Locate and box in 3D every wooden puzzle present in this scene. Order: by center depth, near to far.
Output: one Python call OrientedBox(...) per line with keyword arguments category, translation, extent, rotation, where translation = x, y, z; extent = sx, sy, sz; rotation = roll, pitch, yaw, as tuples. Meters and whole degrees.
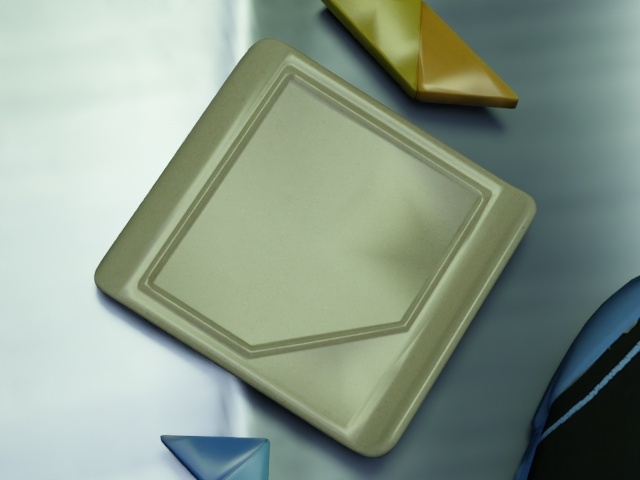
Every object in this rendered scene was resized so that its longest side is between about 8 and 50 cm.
OrientedBox(category="wooden puzzle", translation=(0.000, 0.000, 0.341), extent=(0.078, 0.014, 0.116), rotation=(38, 75, 9))

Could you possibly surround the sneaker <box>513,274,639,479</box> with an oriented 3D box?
OrientedBox(category="sneaker", translation=(0.065, 0.106, 0.280), extent=(0.081, 0.090, 0.232), rotation=(14, 75, -2))
